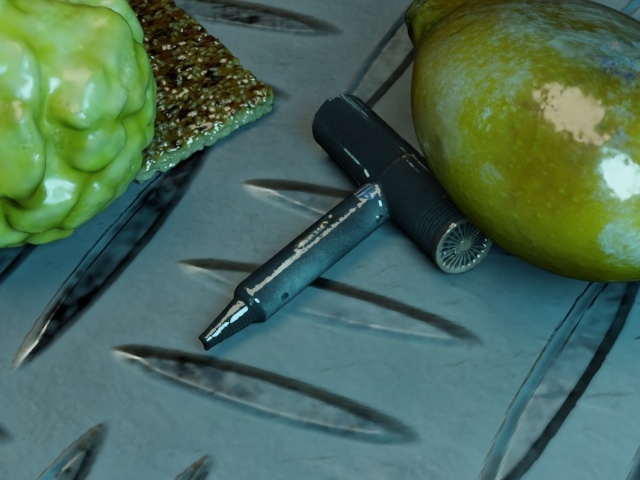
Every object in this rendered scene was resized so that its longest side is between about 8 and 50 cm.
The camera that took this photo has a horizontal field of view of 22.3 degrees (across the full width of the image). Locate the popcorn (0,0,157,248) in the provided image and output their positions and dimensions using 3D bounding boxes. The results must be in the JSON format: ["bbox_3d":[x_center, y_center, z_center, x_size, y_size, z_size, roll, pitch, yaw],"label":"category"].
[{"bbox_3d":[-0.245,-0.116,1.128,0.224,0.270,0.258,-46,5,-28],"label":"popcorn"}]

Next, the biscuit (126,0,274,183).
[{"bbox_3d":[-0.141,-0.132,1.265,0.131,0.025,0.231,-31,44,-17],"label":"biscuit"}]

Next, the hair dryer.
[{"bbox_3d":[-0.011,-0.005,1.074,0.195,0.050,0.173,-30,41,-10],"label":"hair dryer"}]

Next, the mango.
[{"bbox_3d":[0.144,-0.083,1.023,0.193,0.146,0.316,6,25,-22],"label":"mango"}]
